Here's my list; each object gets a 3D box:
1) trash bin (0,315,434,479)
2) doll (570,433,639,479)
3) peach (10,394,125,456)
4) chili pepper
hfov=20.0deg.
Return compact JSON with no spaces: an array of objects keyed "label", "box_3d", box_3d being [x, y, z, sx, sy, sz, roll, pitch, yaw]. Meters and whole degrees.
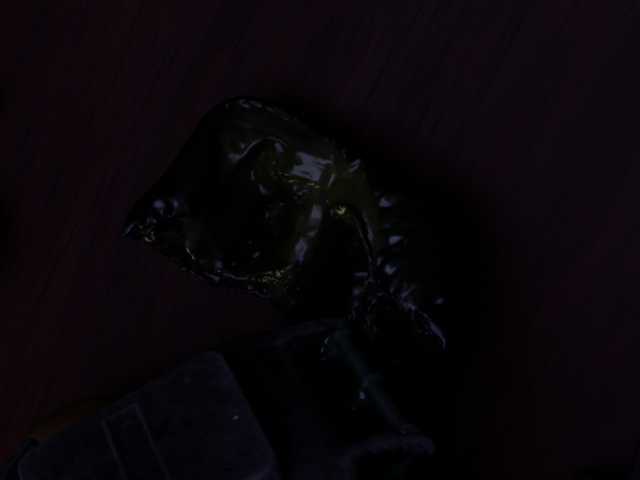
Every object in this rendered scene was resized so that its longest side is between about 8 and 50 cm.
[{"label":"trash bin","box_3d":[-0.026,0.276,1.271,0.295,0.259,0.381,-29,121,-4]},{"label":"doll","box_3d":[0.267,0.239,1.269,0.246,0.158,0.340,49,139,42]},{"label":"peach","box_3d":[-0.160,0.209,1.430,0.184,0.184,0.184,6,105,24]},{"label":"chili pepper","box_3d":[0.005,0.003,1.341,0.264,0.116,0.148,28,86,21]}]
